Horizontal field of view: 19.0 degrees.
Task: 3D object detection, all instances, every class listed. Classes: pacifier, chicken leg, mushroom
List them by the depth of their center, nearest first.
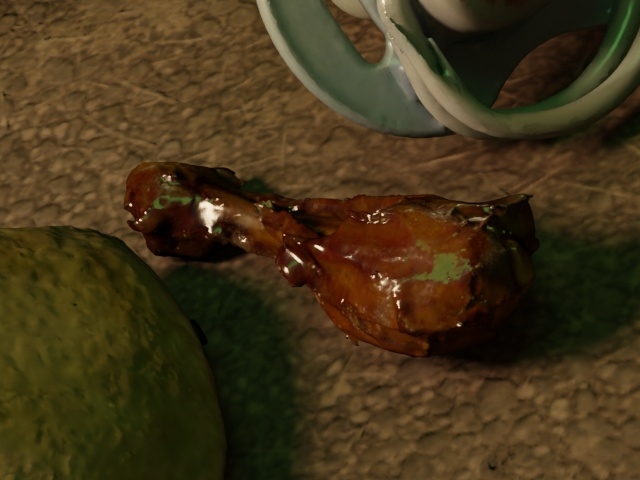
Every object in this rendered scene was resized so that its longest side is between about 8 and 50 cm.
[{"bbox_3d":[-0.185,0.074,1.073,0.217,0.212,0.292,-33,40,-1],"label":"mushroom"},{"bbox_3d":[0.000,0.000,1.153,0.304,0.093,0.113,16,38,40],"label":"chicken leg"},{"bbox_3d":[0.076,-0.184,1.241,0.299,0.244,0.233,-36,17,-20],"label":"pacifier"}]
